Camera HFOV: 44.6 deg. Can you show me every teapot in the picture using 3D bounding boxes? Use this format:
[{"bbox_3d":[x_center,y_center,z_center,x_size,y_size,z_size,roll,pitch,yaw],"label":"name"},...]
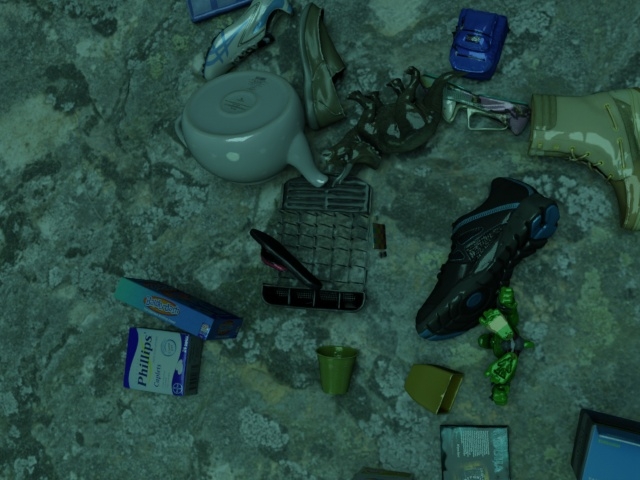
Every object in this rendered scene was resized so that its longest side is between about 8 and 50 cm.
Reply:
[{"bbox_3d":[-0.146,-0.198,1.526,0.253,0.187,0.256,-18,48,-7],"label":"teapot"}]

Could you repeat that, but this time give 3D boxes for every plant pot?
[{"bbox_3d":[0.029,0.250,1.495,0.083,0.083,0.079,6,99,15],"label":"plant pot"},{"bbox_3d":[0.204,0.267,1.443,0.083,0.081,0.081,21,91,28],"label":"plant pot"}]

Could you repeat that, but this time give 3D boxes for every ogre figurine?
[{"bbox_3d":[0.330,0.187,1.394,0.097,0.118,0.197,-18,79,17],"label":"ogre figurine"}]

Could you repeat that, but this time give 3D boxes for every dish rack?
[{"bbox_3d":[0.000,0.000,1.522,0.208,0.074,0.271,3,86,14],"label":"dish rack"}]

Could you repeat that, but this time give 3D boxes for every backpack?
[{"bbox_3d":[0.289,-0.368,1.466,0.098,0.101,0.120,17,93,22],"label":"backpack"}]

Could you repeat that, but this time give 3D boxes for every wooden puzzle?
[{"bbox_3d":[0.111,-0.007,1.505,0.006,0.049,0.083,-7,83,34],"label":"wooden puzzle"}]

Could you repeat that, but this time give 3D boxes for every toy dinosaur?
[{"bbox_3d":[0.147,-0.227,1.482,0.314,0.121,0.160,-20,87,19],"label":"toy dinosaur"}]

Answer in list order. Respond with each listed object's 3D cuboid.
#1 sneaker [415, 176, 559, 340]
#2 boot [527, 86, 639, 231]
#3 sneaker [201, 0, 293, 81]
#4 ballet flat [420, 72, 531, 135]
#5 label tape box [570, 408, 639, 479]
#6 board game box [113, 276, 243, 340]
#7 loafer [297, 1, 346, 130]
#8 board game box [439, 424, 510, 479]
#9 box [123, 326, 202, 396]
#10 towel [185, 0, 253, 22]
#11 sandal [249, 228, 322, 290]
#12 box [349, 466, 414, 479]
[{"bbox_3d":[0.286,0.038,1.439,0.341,0.125,0.139,-50,49,8],"label":"sneaker"},{"bbox_3d":[0.472,-0.143,1.384,0.203,0.095,0.262,-1,81,5],"label":"boot"},{"bbox_3d":[-0.152,-0.411,1.595,0.086,0.085,0.237,45,100,7],"label":"sneaker"},{"bbox_3d":[0.281,-0.250,1.472,0.221,0.077,0.079,20,94,11],"label":"ballet flat"},{"bbox_3d":[0.530,0.357,1.206,0.249,0.348,0.115,12,88,16],"label":"label tape box"},{"bbox_3d":[-0.276,0.134,1.538,0.210,0.160,0.047,22,90,15],"label":"board game box"},{"bbox_3d":[0.009,-0.346,1.548,0.087,0.094,0.251,-4,93,9],"label":"loafer"},{"bbox_3d":[0.286,0.433,1.431,0.126,0.026,0.186,-2,84,14],"label":"board game box"},{"bbox_3d":[-0.319,0.244,1.584,0.137,0.072,0.126,4,85,16],"label":"box"},{"bbox_3d":[-0.213,-0.619,1.655,0.209,0.034,0.285,-16,83,11],"label":"towel"},{"bbox_3d":[-0.074,0.043,1.470,0.179,0.067,0.040,42,106,14],"label":"sandal"},{"bbox_3d":[0.100,0.483,1.384,0.103,0.203,0.114,2,87,16],"label":"box"}]
